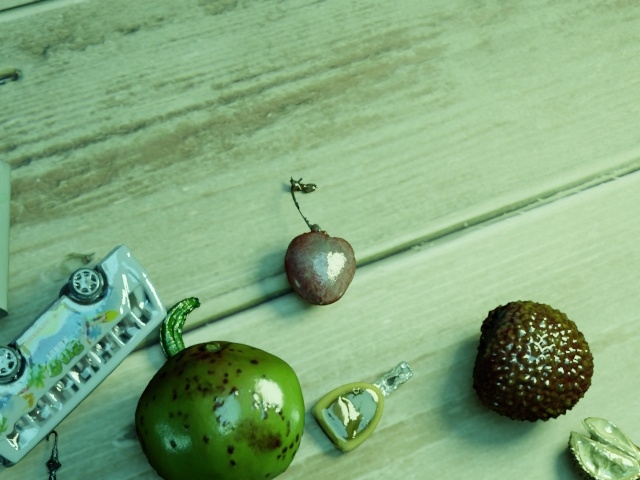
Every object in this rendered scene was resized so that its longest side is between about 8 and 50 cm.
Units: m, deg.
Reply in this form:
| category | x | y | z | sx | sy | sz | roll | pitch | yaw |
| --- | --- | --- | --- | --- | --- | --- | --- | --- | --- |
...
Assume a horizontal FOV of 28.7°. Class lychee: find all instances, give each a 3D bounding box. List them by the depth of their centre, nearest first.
| category | x | y | z | sx | sy | sz | roll | pitch | yaw |
| --- | --- | --- | --- | --- | --- | --- | --- | --- | --- |
| lychee | 0.310 | 0.179 | 1.825 | 0.188 | 0.188 | 0.188 | 5 | 67 | -12 |

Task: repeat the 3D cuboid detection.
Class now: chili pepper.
| category | x | y | z | sx | sy | sz | roll | pitch | yaw |
| --- | --- | --- | --- | --- | --- | --- | --- | --- | --- |
| chili pepper | -0.205 | 0.132 | 1.795 | 0.055 | 0.035 | 0.118 | 19 | 55 | -22 |

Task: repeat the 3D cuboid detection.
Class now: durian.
| category | x | y | z | sx | sy | sz | roll | pitch | yaw |
| --- | --- | --- | --- | --- | --- | --- | --- | --- | --- |
| durian | 0.429 | 0.326 | 1.848 | 0.140 | 0.071 | 0.110 | 18 | 58 | 11 |

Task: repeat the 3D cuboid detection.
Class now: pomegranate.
| category | x | y | z | sx | sy | sz | roll | pitch | yaw |
| --- | --- | --- | --- | --- | --- | --- | --- | --- | --- |
| pomegranate | -0.140 | 0.274 | 1.657 | 0.230 | 0.231 | 0.286 | 11 | 79 | -9 |

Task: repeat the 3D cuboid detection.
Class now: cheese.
| category | x | y | z | sx | sy | sz | roll | pitch | yaw |
| --- | --- | --- | --- | --- | --- | --- | --- | --- | --- |
| cheese | 0.070 | 0.231 | 1.818 | 0.162 | 0.036 | 0.086 | -35 | 81 | -23 |

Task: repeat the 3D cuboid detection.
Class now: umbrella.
| category | x | y | z | sx | sy | sz | roll | pitch | yaw |
| --- | --- | --- | --- | --- | --- | --- | --- | --- | --- |
| umbrella | -0.359 | 0.328 | 1.682 | 0.022 | 0.022 | 0.149 | -16 | 67 | 25 |

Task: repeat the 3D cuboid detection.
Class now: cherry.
| category | x | y | z | sx | sy | sz | roll | pitch | yaw |
| --- | --- | --- | --- | --- | --- | --- | --- | --- | --- |
| cherry | 0.000 | 0.000 | 1.873 | 0.107 | 0.090 | 0.226 | 1 | 59 | -1 |

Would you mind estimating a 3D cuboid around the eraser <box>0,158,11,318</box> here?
| category | x | y | z | sx | sy | sz | roll | pitch | yaw |
| --- | --- | --- | --- | --- | --- | --- | --- | --- | --- |
| eraser | -0.522 | -0.001 | 1.743 | 0.174 | 0.081 | 0.227 | 1 | 69 | -13 |

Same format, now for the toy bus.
| category | x | y | z | sx | sy | sz | roll | pitch | yaw |
| --- | --- | --- | --- | --- | --- | --- | --- | --- | --- |
| toy bus | -0.355 | 0.154 | 1.710 | 0.136 | 0.109 | 0.330 | 46 | 65 | -3 |
